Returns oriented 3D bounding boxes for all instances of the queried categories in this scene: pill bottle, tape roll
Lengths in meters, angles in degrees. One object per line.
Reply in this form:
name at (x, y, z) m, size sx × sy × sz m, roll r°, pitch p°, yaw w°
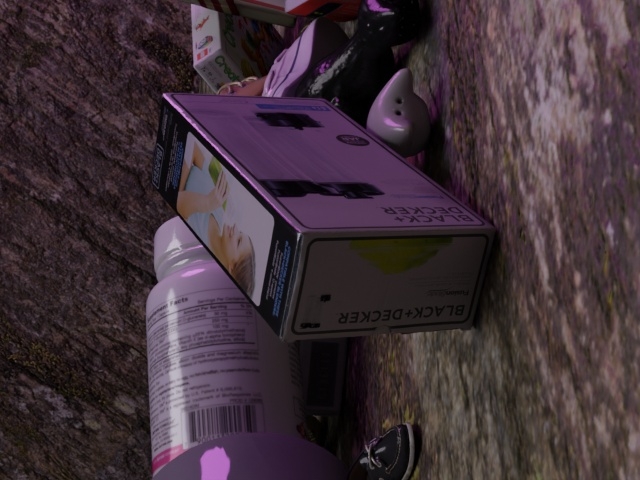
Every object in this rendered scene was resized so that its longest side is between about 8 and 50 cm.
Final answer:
pill bottle at (-0.101, 0.120, 1.243) m, size 0.160 × 0.160 × 0.283 m, roll 117°, pitch 150°, yaw -61°
tape roll at (-0.064, 0.287, 1.122) m, size 0.072 × 0.219 × 0.219 m, roll -105°, pitch 23°, yaw -56°

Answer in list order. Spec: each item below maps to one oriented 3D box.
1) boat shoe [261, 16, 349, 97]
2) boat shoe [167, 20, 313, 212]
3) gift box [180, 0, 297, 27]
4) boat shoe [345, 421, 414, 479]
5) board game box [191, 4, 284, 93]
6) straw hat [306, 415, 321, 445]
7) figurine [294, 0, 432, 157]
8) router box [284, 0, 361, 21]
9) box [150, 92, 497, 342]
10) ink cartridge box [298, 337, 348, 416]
boat shoe at (-0.023, -0.148, 1.318) m, size 0.084 × 0.095 × 0.258 m, roll -32°, pitch 23°, yaw 34°
boat shoe at (-0.080, -0.142, 1.437) m, size 0.122 × 0.119 × 0.324 m, roll -39°, pitch 24°, yaw 61°
gift box at (-0.091, -0.418, 1.514) m, size 0.258 × 0.276 × 0.255 m, roll -91°, pitch 10°, yaw -85°
boat shoe at (0.052, 0.195, 1.048) m, size 0.125 × 0.038 × 0.046 m, roll 115°, pitch 157°, yaw -59°
board game box at (-0.116, -0.279, 1.747) m, size 0.193 × 0.053 × 0.305 m, roll 49°, pitch -160°, yaw -35°
straw hat at (-0.030, 0.225, 1.360) m, size 0.061 × 0.144 × 0.144 m, roll -43°, pitch -12°, yaw -31°
figurine at (0.047, -0.125, 1.123) m, size 0.209 × 0.092 × 0.215 m, roll 120°, pitch 153°, yaw -54°
router box at (0.041, -0.416, 1.268) m, size 0.301 × 0.082 × 0.336 m, roll -152°, pitch 68°, yaw -77°
box at (-0.009, -0.029, 0.955) m, size 0.290 × 0.169 × 0.087 m, roll 46°, pitch 130°, yaw 53°
ink cartridge box at (-0.016, 0.051, 1.390) m, size 0.239 × 0.060 × 0.275 m, roll -175°, pitch 91°, yaw -79°
